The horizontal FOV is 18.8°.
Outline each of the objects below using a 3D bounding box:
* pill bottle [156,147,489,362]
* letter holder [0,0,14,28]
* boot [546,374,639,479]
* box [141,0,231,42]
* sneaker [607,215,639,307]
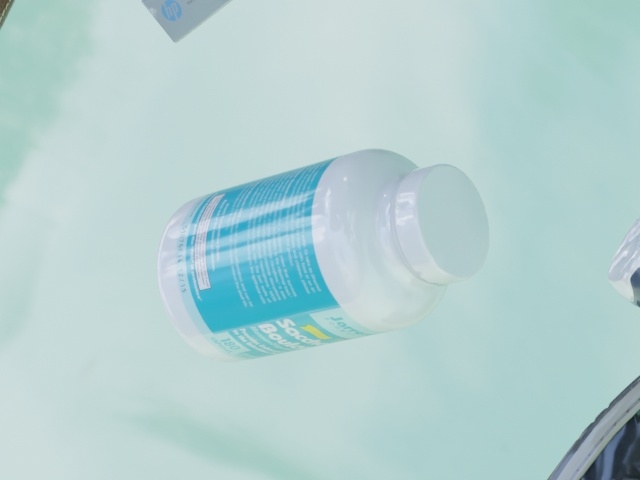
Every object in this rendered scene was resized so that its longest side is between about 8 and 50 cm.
[{"bbox_3d":[0.004,0.010,1.554,0.264,0.146,0.146,-14,55,41],"label":"pill bottle"},{"bbox_3d":[-0.265,-0.271,1.175,0.152,0.214,0.302,6,61,29],"label":"letter holder"},{"bbox_3d":[0.293,0.302,1.594,0.377,0.284,0.138,-52,-19,-13],"label":"boot"},{"bbox_3d":[-0.020,-0.207,1.231,0.145,0.038,0.186,-33,10,30],"label":"box"},{"bbox_3d":[0.321,-0.026,1.323,0.235,0.153,0.094,-57,7,-7],"label":"sneaker"}]
